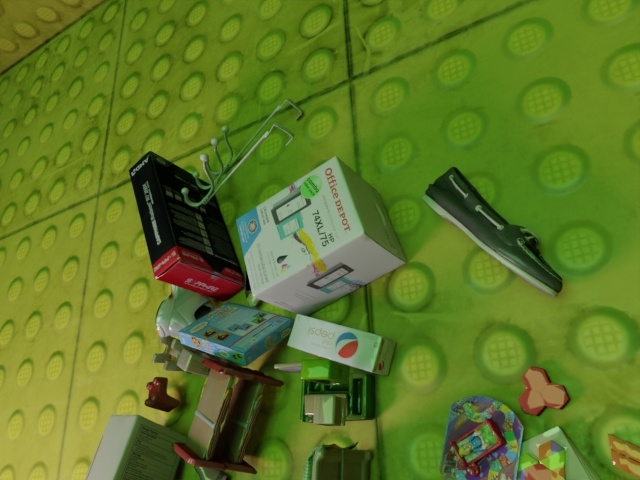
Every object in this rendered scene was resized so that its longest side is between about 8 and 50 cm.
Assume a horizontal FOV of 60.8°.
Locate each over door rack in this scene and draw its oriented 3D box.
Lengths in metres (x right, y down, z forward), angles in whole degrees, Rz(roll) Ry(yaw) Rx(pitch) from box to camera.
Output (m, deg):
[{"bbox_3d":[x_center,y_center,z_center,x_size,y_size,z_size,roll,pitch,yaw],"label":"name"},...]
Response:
[{"bbox_3d":[-0.207,-0.243,1.389,0.324,0.108,0.239,-32,22,21],"label":"over door rack"}]

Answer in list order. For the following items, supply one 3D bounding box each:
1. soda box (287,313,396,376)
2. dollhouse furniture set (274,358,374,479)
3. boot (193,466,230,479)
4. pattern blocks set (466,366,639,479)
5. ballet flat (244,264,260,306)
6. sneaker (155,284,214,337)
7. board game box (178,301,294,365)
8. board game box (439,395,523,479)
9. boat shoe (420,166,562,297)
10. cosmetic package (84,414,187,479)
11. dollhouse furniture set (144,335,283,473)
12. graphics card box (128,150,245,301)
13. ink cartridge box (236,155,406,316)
[{"bbox_3d":[0.041,0.212,1.118,0.216,0.069,0.073,9,77,36],"label":"soda box"},{"bbox_3d":[-0.010,0.384,0.999,0.151,0.197,0.301,-10,65,30],"label":"dollhouse furniture set"},{"bbox_3d":[-0.239,0.517,1.209,0.087,0.042,0.118,1,73,28],"label":"boot"},{"bbox_3d":[0.363,0.394,0.846,0.285,0.026,0.325,-48,52,9],"label":"pattern blocks set"},{"bbox_3d":[-0.169,0.079,1.331,0.058,0.049,0.173,-18,62,29],"label":"ballet flat"},{"bbox_3d":[-0.321,0.141,1.383,0.121,0.099,0.262,8,47,1],"label":"sneaker"},{"bbox_3d":[-0.191,0.205,1.234,0.212,0.160,0.039,9,116,37],"label":"board game box"},{"bbox_3d":[0.259,0.343,0.906,0.133,0.033,0.168,2,72,41],"label":"board game box"},{"bbox_3d":[0.318,-0.030,0.999,0.095,0.112,0.335,-53,48,11],"label":"boat shoe"},{"bbox_3d":[-0.430,0.559,1.195,0.113,0.160,0.309,-14,47,34],"label":"cosmetic package"},{"bbox_3d":[-0.267,0.359,1.249,0.374,0.152,0.201,5,74,54],"label":"dollhouse furniture set"},{"bbox_3d":[-0.339,-0.036,1.381,0.094,0.233,0.370,-37,55,18],"label":"graphics card box"},{"bbox_3d":[0.000,0.000,1.151,0.270,0.197,0.198,-31,57,21],"label":"ink cartridge box"}]
